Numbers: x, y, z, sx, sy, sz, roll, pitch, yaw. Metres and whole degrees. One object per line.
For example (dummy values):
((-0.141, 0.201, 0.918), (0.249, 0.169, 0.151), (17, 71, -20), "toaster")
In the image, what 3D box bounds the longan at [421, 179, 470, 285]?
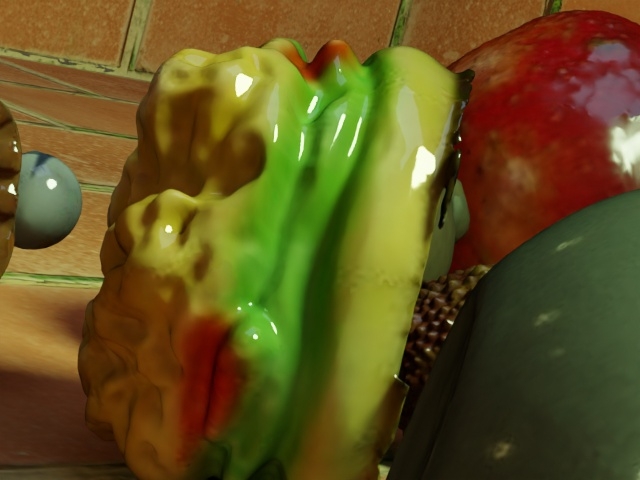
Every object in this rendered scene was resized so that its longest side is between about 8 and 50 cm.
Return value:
((0.000, 0.000, 1.029), (0.204, 0.185, 0.159), (-14, 65, -30), "longan")

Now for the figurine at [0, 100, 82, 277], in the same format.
((-0.230, -0.027, 0.811), (0.261, 0.186, 0.382), (17, 2, -24), "figurine")

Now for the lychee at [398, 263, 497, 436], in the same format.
((0.091, 0.068, 0.937), (0.129, 0.123, 0.123), (19, 8, -3), "lychee")

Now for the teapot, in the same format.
((0.135, 0.100, 0.414), (0.251, 0.183, 0.183), (21, 8, 1), "teapot")

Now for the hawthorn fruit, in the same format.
((0.188, -0.014, 1.258), (0.265, 0.265, 0.307), (12, 30, -18), "hawthorn fruit")

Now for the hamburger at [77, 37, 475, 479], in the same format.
((-0.027, 0.014, 0.788), (0.149, 0.237, 0.237), (12, 8, 1), "hamburger")
